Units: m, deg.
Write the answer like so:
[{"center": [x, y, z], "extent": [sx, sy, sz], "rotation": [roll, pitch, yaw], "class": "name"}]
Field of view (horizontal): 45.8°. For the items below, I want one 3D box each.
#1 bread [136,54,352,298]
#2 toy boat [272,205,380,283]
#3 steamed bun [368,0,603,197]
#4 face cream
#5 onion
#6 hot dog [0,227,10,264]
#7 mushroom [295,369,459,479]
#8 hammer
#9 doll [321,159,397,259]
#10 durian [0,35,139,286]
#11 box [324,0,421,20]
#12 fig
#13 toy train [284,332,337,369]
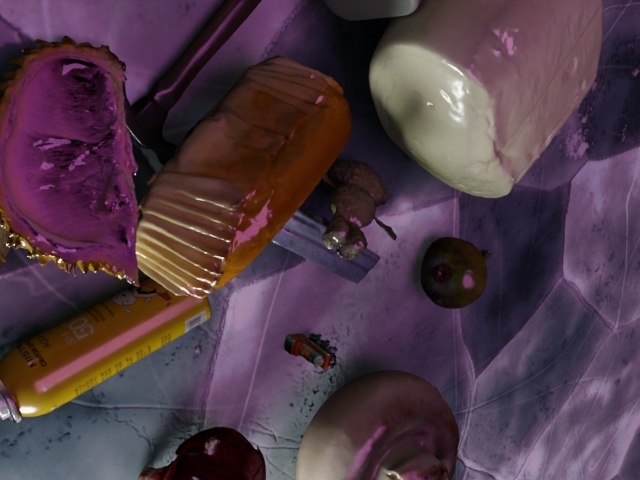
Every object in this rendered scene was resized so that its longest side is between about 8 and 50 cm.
[{"center": [-0.104, -0.092, 1.062], "extent": [0.183, 0.236, 0.388], "rotation": [35, 67, -5], "class": "bread"}, {"center": [0.000, 0.000, 1.291], "extent": [0.283, 0.127, 0.078], "rotation": [29, 89, -43], "class": "toy boat"}, {"center": [0.260, -0.296, 1.281], "extent": [0.371, 0.290, 0.456], "rotation": [-52, 151, -11], "class": "steamed bun"}, {"center": [-0.329, 0.153, 1.087], "extent": [0.349, 0.105, 0.105], "rotation": [-30, 124, -28], "class": "face cream"}, {"center": [-0.201, 0.428, 1.245], "extent": [0.219, 0.252, 0.252], "rotation": [15, 90, 2], "class": "onion"}, {"center": [-0.457, -0.051, 0.909], "extent": [0.213, 0.103, 0.146], "rotation": [55, 48, -49], "class": "hot dog"}, {"center": [0.133, 0.437, 1.459], "extent": [0.362, 0.295, 0.362], "rotation": [-15, 117, -34], "class": "mushroom"}, {"center": [-0.140, -0.319, 1.109], "extent": [0.440, 0.044, 0.168], "rotation": [-53, 133, -12], "class": "hammer"}, {"center": [0.057, -0.049, 1.234], "extent": [0.203, 0.286, 0.091], "rotation": [17, 118, -30], "class": "doll"}, {"center": [-0.330, -0.101, 0.935], "extent": [0.191, 0.112, 0.341], "rotation": [0, 72, -32], "class": "durian"}, {"center": [0.067, -0.563, 1.070], "extent": [0.352, 0.177, 0.343], "rotation": [45, 64, -40], "class": "box"}, {"center": [0.302, 0.060, 1.602], "extent": [0.245, 0.149, 0.149], "rotation": [-9, 114, -59], "class": "fig"}, {"center": [-0.014, 0.202, 1.376], "extent": [0.064, 0.103, 0.044], "rotation": [3, 106, -36], "class": "toy train"}]
